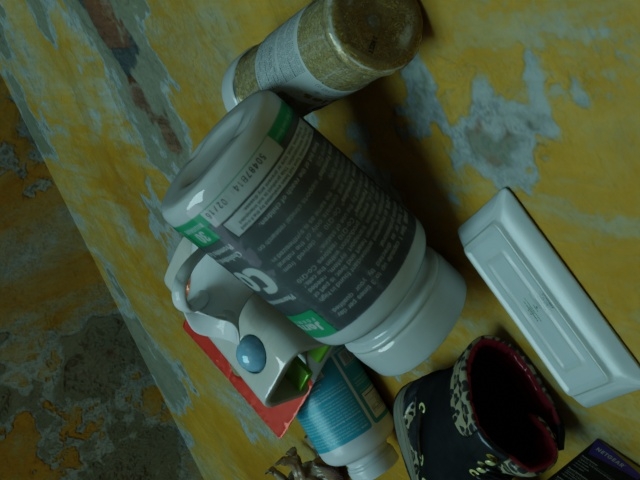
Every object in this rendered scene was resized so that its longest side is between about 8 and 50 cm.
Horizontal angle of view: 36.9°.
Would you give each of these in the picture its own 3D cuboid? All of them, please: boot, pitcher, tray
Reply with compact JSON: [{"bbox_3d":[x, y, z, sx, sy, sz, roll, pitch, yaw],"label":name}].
[{"bbox_3d":[0.227,0.326,1.284,0.284,0.138,0.377,118,141,-60],"label":"boot"},{"bbox_3d":[-0.130,0.018,1.295,0.125,0.207,0.178,14,164,18],"label":"pitcher"},{"bbox_3d":[0.257,0.077,1.120,0.270,0.030,0.145,55,155,8],"label":"tray"}]

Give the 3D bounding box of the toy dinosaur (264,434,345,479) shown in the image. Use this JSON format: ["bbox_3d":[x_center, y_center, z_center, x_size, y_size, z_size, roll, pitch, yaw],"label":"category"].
[{"bbox_3d":[-0.007,0.537,2.093,0.200,0.127,0.296,47,143,8],"label":"toy dinosaur"}]

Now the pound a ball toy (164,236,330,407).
[{"bbox_3d":[-0.115,0.063,1.431,0.319,0.135,0.208,46,124,28],"label":"pound a ball toy"}]

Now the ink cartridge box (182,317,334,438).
[{"bbox_3d":[-0.108,0.098,1.578,0.308,0.091,0.385,44,121,30],"label":"ink cartridge box"}]

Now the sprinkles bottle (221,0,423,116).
[{"bbox_3d":[-0.012,-0.220,1.178,0.121,0.121,0.355,62,156,-7],"label":"sprinkles bottle"}]

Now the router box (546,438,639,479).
[{"bbox_3d":[0.298,0.435,1.202,0.081,0.243,0.309,33,146,45],"label":"router box"}]

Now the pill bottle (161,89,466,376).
[{"bbox_3d":[0.000,0.000,1.196,0.361,0.204,0.204,40,162,-18],"label":"pill bottle"}]

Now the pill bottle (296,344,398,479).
[{"bbox_3d":[0.031,0.289,1.673,0.264,0.146,0.146,59,157,1],"label":"pill bottle"}]
